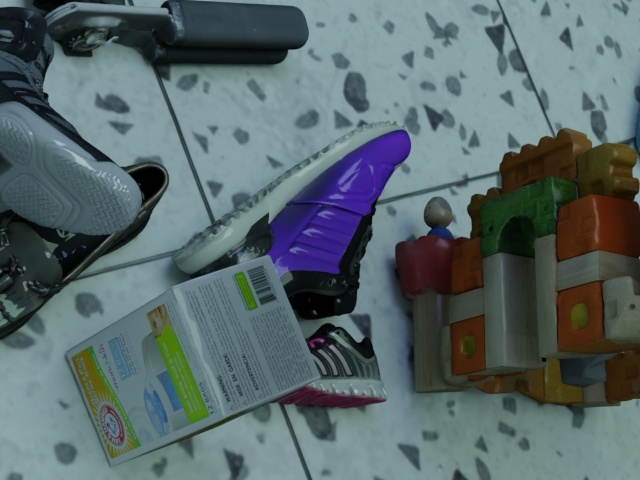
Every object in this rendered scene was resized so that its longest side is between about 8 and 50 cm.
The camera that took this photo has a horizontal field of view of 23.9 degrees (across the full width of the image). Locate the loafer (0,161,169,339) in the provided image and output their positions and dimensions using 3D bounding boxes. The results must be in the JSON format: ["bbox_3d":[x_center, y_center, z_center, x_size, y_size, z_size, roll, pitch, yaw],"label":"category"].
[{"bbox_3d":[-0.237,0.002,1.295,0.267,0.084,0.096,-39,95,-39],"label":"loafer"}]

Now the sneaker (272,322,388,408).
[{"bbox_3d":[-0.009,0.113,1.425,0.170,0.063,0.074,11,65,-37],"label":"sneaker"}]

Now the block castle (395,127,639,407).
[{"bbox_3d":[0.300,0.024,1.438,0.303,0.453,0.213,8,73,-32],"label":"block castle"}]

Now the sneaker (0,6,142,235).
[{"bbox_3d":[-0.248,-0.115,1.288,0.268,0.101,0.153,27,47,8],"label":"sneaker"}]

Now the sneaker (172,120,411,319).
[{"bbox_3d":[-0.001,0.000,1.461,0.293,0.102,0.146,-37,95,-33],"label":"sneaker"}]

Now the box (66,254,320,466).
[{"bbox_3d":[-0.111,0.104,1.264,0.103,0.203,0.114,-19,84,-38],"label":"box"}]

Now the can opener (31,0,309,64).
[{"bbox_3d":[-0.145,-0.225,1.465,0.283,0.076,0.095,-4,74,-38],"label":"can opener"}]

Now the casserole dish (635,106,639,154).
[{"bbox_3d":[0.439,-0.149,1.871,0.114,0.037,0.188,30,55,-22],"label":"casserole dish"}]
